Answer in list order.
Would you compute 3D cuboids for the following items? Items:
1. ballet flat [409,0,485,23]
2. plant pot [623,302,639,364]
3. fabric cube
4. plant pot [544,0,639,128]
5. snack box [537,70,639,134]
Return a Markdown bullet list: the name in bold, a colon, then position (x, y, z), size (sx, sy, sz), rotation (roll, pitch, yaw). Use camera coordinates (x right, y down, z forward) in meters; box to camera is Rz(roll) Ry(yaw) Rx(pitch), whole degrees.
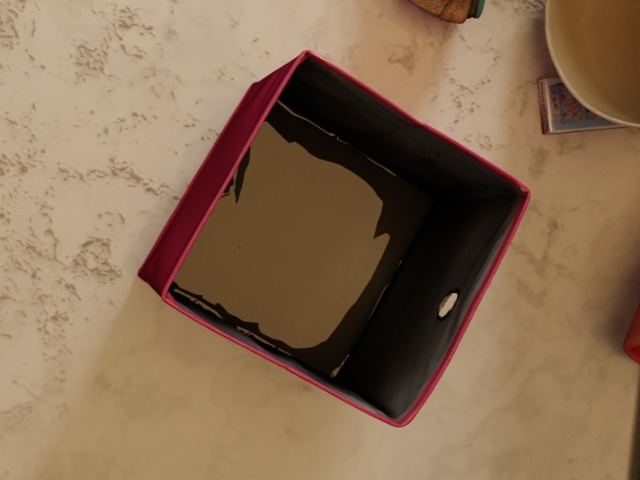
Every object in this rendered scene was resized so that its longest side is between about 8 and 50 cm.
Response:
- **ballet flat**: position (0.166, -0.409, 1.194), size (0.123, 0.123, 0.348), rotation (19, 87, -14)
- **plant pot**: position (0.496, 0.040, 1.219), size (0.275, 0.275, 0.243), rotation (20, 78, -14)
- **fabric cube**: position (0.000, 0.000, 1.085), size (0.259, 0.258, 0.254), rotation (31, 84, -12)
- **plant pot**: position (0.413, -0.249, 1.188), size (0.191, 0.284, 0.284), rotation (5, 90, -45)
- **snack box**: position (0.339, -0.162, 1.283), size (0.178, 0.022, 0.064), rotation (-6, 92, -14)
